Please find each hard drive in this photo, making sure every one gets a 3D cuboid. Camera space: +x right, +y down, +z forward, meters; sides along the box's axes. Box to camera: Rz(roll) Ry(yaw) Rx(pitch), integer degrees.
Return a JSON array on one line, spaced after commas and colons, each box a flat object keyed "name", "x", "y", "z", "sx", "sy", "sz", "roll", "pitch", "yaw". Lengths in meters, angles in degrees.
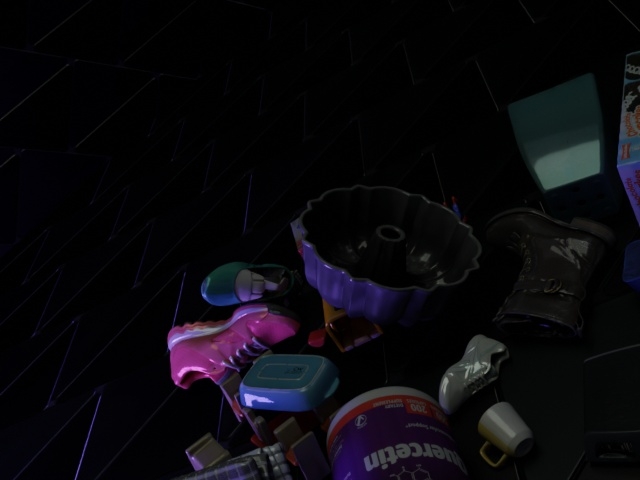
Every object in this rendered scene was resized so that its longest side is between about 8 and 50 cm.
[{"name": "hard drive", "x": 0.465, "y": 0.198, "z": 1.005, "sx": 0.254, "sy": 0.054, "sz": 0.172, "roll": -15, "pitch": 35, "yaw": 30}]

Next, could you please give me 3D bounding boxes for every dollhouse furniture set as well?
[{"name": "dollhouse furniture set", "x": -0.084, "y": 0.337, "z": 1.309, "sx": 0.259, "sy": 0.135, "sz": 0.262, "roll": -34, "pitch": 28, "yaw": -22}]

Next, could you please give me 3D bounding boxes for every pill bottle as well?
[{"name": "pill bottle", "x": 0.116, "y": 0.352, "z": 1.000, "sx": 0.181, "sy": 0.181, "sz": 0.323, "roll": -30, "pitch": 31, "yaw": 8}]

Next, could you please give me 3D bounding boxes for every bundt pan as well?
[{"name": "bundt pan", "x": 0.114, "y": 0.035, "z": 1.402, "sx": 0.331, "sy": 0.124, "sz": 0.331, "roll": 8, "pitch": 34, "yaw": -5}]

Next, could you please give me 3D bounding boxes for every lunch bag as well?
[{"name": "lunch bag", "x": 0.506, "y": 0.042, "z": 1.179, "sx": 0.067, "sy": 0.065, "sz": 0.098, "roll": -26, "pitch": 28, "yaw": 45}]

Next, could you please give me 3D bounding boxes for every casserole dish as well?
[{"name": "casserole dish", "x": -0.057, "y": 0.231, "z": 1.294, "sx": 0.188, "sy": 0.037, "sz": 0.114, "roll": -3, "pitch": 33, "yaw": 33}]

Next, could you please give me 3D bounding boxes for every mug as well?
[{"name": "mug", "x": 0.266, "y": 0.278, "z": 1.098, "sx": 0.062, "sy": 0.078, "sz": 0.064, "roll": -11, "pitch": 31, "yaw": -26}]

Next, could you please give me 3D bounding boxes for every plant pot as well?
[{"name": "plant pot", "x": 0.456, "y": -0.146, "z": 1.410, "sx": 0.165, "sy": 0.166, "sz": 0.234, "roll": -19, "pitch": 41, "yaw": 24}]

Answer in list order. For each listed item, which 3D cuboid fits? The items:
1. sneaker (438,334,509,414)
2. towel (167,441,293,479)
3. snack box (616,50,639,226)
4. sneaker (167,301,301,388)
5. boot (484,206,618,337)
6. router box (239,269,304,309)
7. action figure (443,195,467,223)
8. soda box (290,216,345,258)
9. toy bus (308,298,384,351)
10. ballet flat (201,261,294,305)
[{"name": "sneaker", "x": 0.238, "y": 0.210, "z": 1.212, "sx": 0.061, "sy": 0.054, "sz": 0.152, "roll": 11, "pitch": 52, "yaw": 47}, {"name": "towel", "x": -0.158, "y": 0.442, "z": 1.105, "sx": 0.283, "sy": 0.121, "sz": 0.235, "roll": -23, "pitch": 70, "yaw": 15}, {"name": "snack box", "x": 0.555, "y": -0.157, "z": 1.292, "sx": 0.060, "sy": 0.187, "sz": 0.322, "roll": -12, "pitch": 37, "yaw": 33}, {"name": "sneaker", "x": -0.172, "y": 0.224, "z": 1.570, "sx": 0.314, "sy": 0.116, "sz": 0.136, "roll": -18, "pitch": 54, "yaw": 24}, {"name": "boot", "x": 0.345, "y": 0.056, "z": 1.288, "sx": 0.263, "sy": 0.091, "sz": 0.229, "roll": 6, "pitch": 48, "yaw": 45}, {"name": "router box", "x": -0.106, "y": 0.113, "z": 1.698, "sx": 0.122, "sy": 0.038, "sz": 0.092, "roll": -8, "pitch": 40, "yaw": 37}, {"name": "action figure", "x": 0.273, "y": -0.040, "z": 1.558, "sx": 0.038, "sy": 0.030, "sz": 0.115, "roll": -29, "pitch": 35, "yaw": 20}, {"name": "soda box", "x": 0.000, "y": 0.000, "z": 1.647, "sx": 0.092, "sy": 0.083, "sz": 0.263, "roll": -32, "pitch": 14, "yaw": 2}, {"name": "toy bus", "x": 0.053, "y": 0.111, "z": 1.481, "sx": 0.202, "sy": 0.104, "sz": 0.191, "roll": 5, "pitch": 48, "yaw": 47}, {"name": "ballet flat", "x": -0.131, "y": 0.083, "z": 1.547, "sx": 0.087, "sy": 0.083, "sz": 0.247, "roll": 2, "pitch": 4, "yaw": 30}]
